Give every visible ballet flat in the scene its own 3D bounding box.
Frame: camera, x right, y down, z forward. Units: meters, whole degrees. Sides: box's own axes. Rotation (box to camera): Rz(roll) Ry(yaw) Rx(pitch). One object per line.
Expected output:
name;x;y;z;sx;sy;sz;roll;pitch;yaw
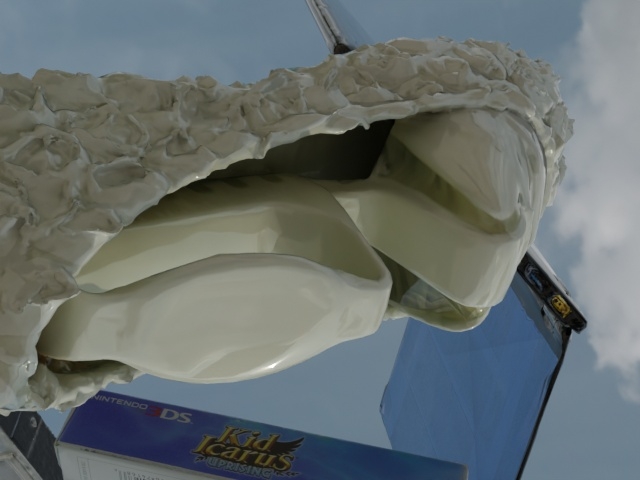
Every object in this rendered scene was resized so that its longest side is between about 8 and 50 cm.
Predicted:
ballet flat;0.000;0.000;0.578;0.147;0.409;0.147;14;-71;45

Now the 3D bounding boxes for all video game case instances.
video game case;-0.038;0.229;0.971;0.270;0.244;0.061;10;-139;12

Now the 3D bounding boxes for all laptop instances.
laptop;0.040;0.023;1.105;0.236;0.408;0.382;-40;-160;8

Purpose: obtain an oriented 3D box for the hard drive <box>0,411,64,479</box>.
hard drive;-0.332;0.286;1.374;0.237;0.339;0.064;-16;-146;19
